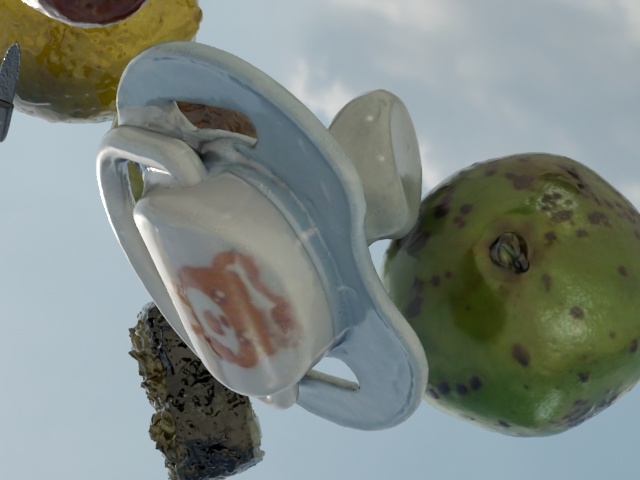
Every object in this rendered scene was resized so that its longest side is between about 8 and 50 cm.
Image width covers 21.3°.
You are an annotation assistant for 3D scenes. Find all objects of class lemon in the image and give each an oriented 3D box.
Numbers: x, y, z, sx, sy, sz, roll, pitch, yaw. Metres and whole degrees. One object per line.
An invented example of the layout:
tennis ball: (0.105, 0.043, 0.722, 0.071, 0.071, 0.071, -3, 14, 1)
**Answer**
lemon: (-0.274, -0.250, 1.840, 0.310, 0.253, 0.253, 7, -155, 11)

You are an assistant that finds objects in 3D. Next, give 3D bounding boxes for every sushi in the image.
sushi: (-0.136, 0.148, 1.782, 0.115, 0.147, 0.212, -13, -113, -9)

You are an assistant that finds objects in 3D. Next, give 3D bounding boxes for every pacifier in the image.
pacifier: (-0.013, -0.023, 1.033, 0.207, 0.279, 0.227, -40, -144, -28)

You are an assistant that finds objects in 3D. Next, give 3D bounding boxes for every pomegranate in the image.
pomegranate: (0.149, 0.052, 1.253, 0.211, 0.263, 0.211, -4, -116, 7)

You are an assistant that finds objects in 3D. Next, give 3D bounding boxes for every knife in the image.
knife: (-0.299, -0.141, 1.616, 0.023, 0.170, 0.010, 29, -123, -1)

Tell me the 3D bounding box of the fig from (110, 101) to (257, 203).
fig: (-0.114, -0.077, 1.427, 0.136, 0.121, 0.153, 47, -112, -11)

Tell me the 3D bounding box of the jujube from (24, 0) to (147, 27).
jujube: (-0.213, -0.283, 1.379, 0.190, 0.190, 0.255, 2, -138, -28)
